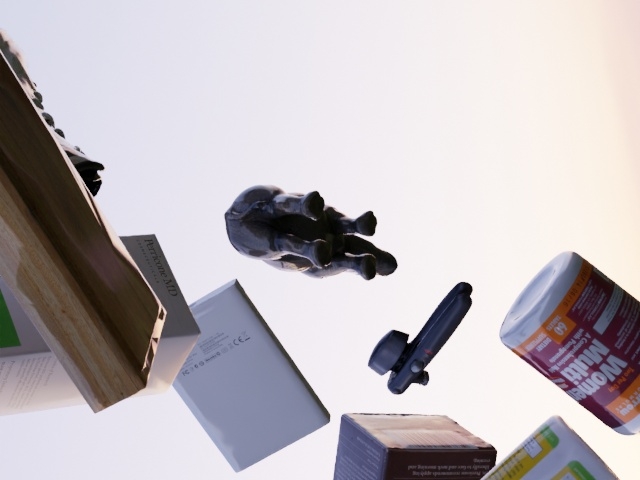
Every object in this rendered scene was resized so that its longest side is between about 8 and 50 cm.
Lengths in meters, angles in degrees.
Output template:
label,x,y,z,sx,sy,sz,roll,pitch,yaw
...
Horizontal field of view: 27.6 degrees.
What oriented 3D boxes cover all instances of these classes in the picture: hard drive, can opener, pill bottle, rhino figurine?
label,x,y,z,sx,sy,sz,roll,pitch,yaw
hard drive,-0.148,0.241,2.292,0.307,0.203,0.040,56,-167,-16
can opener,0.129,0.121,1.576,0.073,0.186,0.059,25,-140,-19
pill bottle,0.211,0.317,1.411,0.136,0.246,0.136,47,-176,-4
pill bottle,0.300,0.120,1.317,0.221,0.121,0.121,38,-154,-2
rhino figurine,0.000,0.000,1.208,0.243,0.106,0.073,22,-103,-60

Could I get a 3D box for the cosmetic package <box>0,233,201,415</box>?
label,x,y,z,sx,sy,sz,roll,pitch,yaw
cosmetic package,-0.376,0.116,1.787,0.366,0.155,0.197,-6,-127,-36

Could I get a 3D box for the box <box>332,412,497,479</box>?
label,x,y,z,sx,sy,sz,roll,pitch,yaw
box,0.119,0.353,1.766,0.167,0.169,0.203,-155,71,-67

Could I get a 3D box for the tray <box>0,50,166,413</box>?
label,x,y,z,sx,sy,sz,roll,pitch,yaw
tray,-0.309,-0.033,1.418,0.411,0.076,0.203,59,-170,-18

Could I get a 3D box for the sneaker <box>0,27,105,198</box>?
label,x,y,z,sx,sy,sz,roll,pitch,yaw
sneaker,-0.414,-0.132,1.757,0.257,0.169,0.447,35,-163,-11
